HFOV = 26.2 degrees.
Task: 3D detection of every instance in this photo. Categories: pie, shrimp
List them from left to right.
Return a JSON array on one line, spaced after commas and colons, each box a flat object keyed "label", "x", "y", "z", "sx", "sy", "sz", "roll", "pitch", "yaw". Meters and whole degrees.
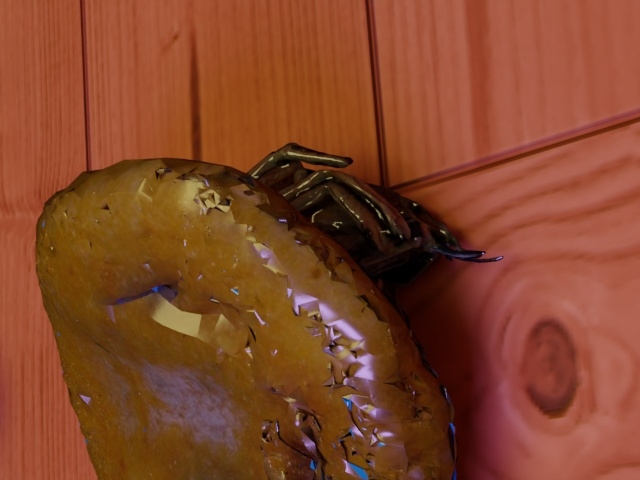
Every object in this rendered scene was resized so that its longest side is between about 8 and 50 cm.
[{"label": "pie", "x": -0.043, "y": 0.081, "z": 0.641, "sx": 0.273, "sy": 0.069, "sz": 0.273, "roll": 27, "pitch": 133, "yaw": 33}, {"label": "shrimp", "x": 0.001, "y": 0.000, "z": 0.649, "sx": 0.190, "sy": 0.074, "sz": 0.073, "roll": 9, "pitch": 55, "yaw": 35}]
